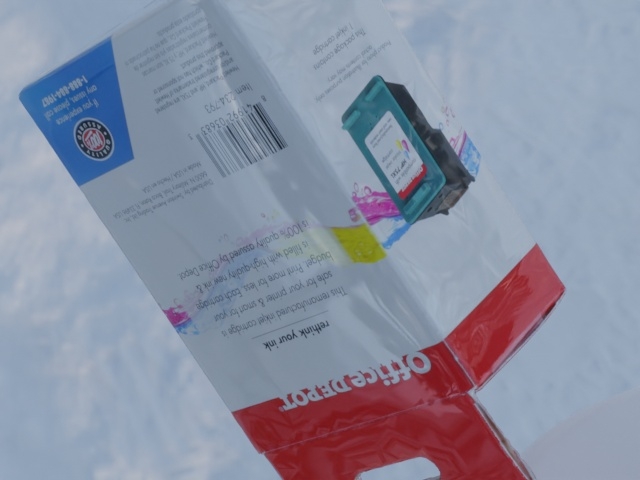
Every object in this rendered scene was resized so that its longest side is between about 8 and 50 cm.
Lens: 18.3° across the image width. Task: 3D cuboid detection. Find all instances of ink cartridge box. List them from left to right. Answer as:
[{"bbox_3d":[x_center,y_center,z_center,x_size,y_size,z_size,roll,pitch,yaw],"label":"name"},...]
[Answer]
[{"bbox_3d":[0.000,0.000,0.794,0.078,0.134,0.231,-42,104,-41],"label":"ink cartridge box"}]

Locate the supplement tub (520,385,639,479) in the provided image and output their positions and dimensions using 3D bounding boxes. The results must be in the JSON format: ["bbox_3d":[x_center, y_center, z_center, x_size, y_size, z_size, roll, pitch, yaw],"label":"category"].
[{"bbox_3d":[0.208,0.245,0.894,0.235,0.235,0.325,-13,112,-5],"label":"supplement tub"}]
